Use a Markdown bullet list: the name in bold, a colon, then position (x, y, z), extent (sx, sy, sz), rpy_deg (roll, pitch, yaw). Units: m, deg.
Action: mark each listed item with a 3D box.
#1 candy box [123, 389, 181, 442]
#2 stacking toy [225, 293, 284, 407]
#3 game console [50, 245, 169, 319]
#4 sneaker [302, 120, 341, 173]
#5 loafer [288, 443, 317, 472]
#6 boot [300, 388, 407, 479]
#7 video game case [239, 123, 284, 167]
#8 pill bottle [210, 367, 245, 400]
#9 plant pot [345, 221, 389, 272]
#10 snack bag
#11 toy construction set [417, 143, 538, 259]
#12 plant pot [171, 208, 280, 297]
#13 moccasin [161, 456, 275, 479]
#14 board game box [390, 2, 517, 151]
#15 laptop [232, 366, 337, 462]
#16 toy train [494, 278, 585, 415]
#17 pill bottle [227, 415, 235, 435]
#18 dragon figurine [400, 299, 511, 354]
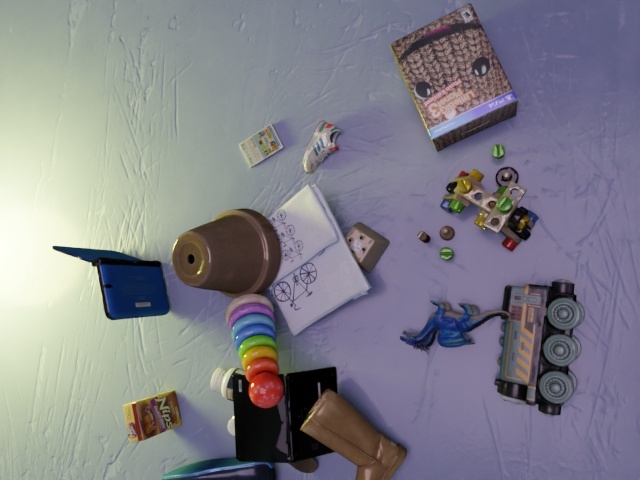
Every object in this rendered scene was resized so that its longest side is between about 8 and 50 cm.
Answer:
- **candy box**: position (-0.489, 0.512, 1.697), extent (0.053, 0.187, 0.109), rpy_deg (-16, 82, 18)
- **stacking toy**: position (-0.170, 0.299, 1.548), extent (0.141, 0.141, 0.330), rpy_deg (-34, 39, 12)
- **game console**: position (-0.613, 0.121, 1.714), extent (0.173, 0.293, 0.250), rpy_deg (-16, 81, 17)
- **sneaker**: position (0.006, -0.264, 1.678), extent (0.075, 0.057, 0.161), rpy_deg (23, 89, 23)
- **loafer**: position (-0.075, 0.605, 1.637), extent (0.148, 0.050, 0.056), rpy_deg (26, 97, 2)
- **boot**: position (0.060, 0.563, 1.540), extent (0.269, 0.089, 0.236), rpy_deg (36, 84, -3)
- **video game case**: position (-0.180, -0.287, 1.762), extent (0.122, 0.011, 0.087), rpy_deg (-30, 77, 13)
- **pill bottle**: position (-0.227, 0.422, 1.673), extent (0.169, 0.094, 0.094), rpy_deg (11, 89, 18)
- **plant pot**: position (0.112, 0.015, 1.602), extent (0.109, 0.096, 0.109), rpy_deg (34, 95, 17)
- **snack bag**: position (-0.053, 0.065, 1.626), extent (0.323, 0.037, 0.342), rpy_deg (-35, 74, 32)
- **toy construction set**: position (0.384, -0.072, 1.452), extent (0.309, 0.237, 0.257), rpy_deg (-32, 77, 13)
- **plant pot**: position (-0.279, 0.042, 1.617), extent (0.263, 0.229, 0.263), rpy_deg (2, 94, 32)
- **moccasin**: position (-0.295, 0.696, 1.651), extent (0.342, 0.138, 0.117), rpy_deg (-12, 86, 17)
- **board game box**: position (0.353, -0.426, 1.541), extent (0.232, 0.141, 0.291), rpy_deg (-25, 78, 14)
- **laptop**: position (-0.091, 0.478, 1.605), extent (0.136, 0.264, 0.234), rpy_deg (-11, 81, 55)
- **toy train**: position (0.540, 0.257, 1.438), extent (0.190, 0.142, 0.334), rpy_deg (6, 89, 30)
- **pill bottle**: position (-0.217, 0.519, 1.650), extent (0.065, 0.116, 0.065), rpy_deg (-2, 85, 17)
- **dragon figurine**: position (0.351, 0.233, 1.499), extent (0.289, 0.085, 0.144), rpy_deg (2, 83, 31)
